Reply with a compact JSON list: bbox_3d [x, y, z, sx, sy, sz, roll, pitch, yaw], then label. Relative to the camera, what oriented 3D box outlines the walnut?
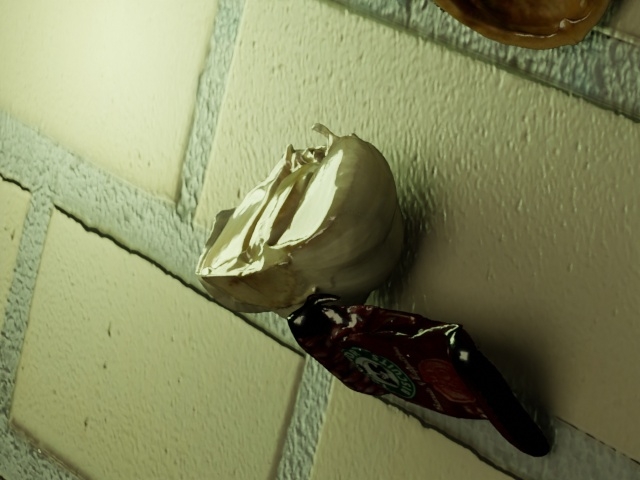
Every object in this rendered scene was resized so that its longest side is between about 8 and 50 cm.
[{"bbox_3d":[0.158,-0.262,1.663,0.167,0.087,0.211,-28,113,28],"label":"walnut"}]

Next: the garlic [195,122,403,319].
[{"bbox_3d":[0.000,0.000,1.838,0.229,0.143,0.178,-29,28,50],"label":"garlic"}]

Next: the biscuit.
[{"bbox_3d":[0.087,0.112,1.744,0.235,0.151,0.063,9,55,43],"label":"biscuit"}]
